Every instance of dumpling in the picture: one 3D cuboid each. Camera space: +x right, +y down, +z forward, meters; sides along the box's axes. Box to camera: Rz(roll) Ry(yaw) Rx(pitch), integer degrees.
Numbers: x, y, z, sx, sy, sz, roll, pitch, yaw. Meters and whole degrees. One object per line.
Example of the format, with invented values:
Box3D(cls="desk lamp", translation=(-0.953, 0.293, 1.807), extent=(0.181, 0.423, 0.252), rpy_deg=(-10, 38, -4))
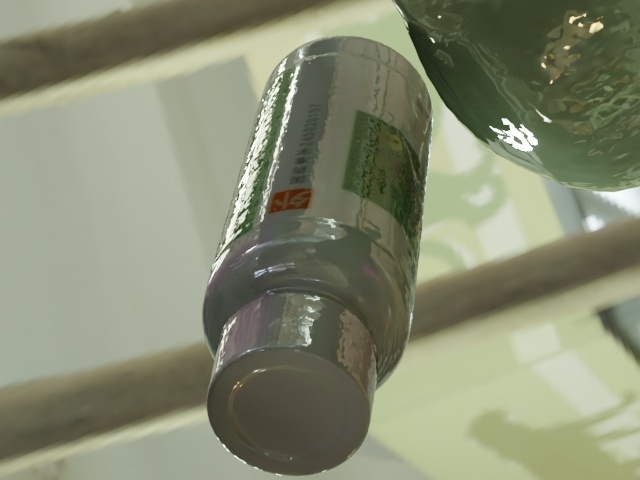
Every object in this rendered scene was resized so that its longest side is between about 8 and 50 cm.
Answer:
Box3D(cls="dumpling", translation=(0.113, -0.155, 0.686), extent=(0.212, 0.270, 0.321), rpy_deg=(18, -146, -9))

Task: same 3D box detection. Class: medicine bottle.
Box3D(cls="medicine bottle", translation=(0.000, 0.000, 0.838), extent=(0.095, 0.095, 0.260), rpy_deg=(57, -156, -24))
